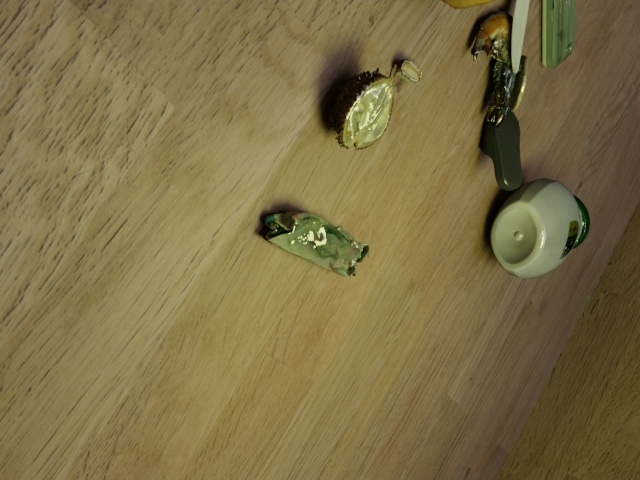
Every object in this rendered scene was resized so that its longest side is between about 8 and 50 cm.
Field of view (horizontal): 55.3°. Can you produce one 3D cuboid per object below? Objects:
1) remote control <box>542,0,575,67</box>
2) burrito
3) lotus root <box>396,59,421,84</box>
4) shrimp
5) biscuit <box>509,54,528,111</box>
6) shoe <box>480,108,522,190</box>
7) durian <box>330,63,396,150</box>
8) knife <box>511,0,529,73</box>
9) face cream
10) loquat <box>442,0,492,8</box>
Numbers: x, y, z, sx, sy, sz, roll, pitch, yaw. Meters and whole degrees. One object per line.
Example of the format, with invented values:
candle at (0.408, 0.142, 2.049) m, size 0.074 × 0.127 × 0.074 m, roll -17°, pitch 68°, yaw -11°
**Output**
remote control at (0.675, -0.658, 1.716) m, size 0.128 × 0.065 × 0.335 m, roll -41°, pitch 135°, yaw -25°
burrito at (-0.003, 0.002, 1.253) m, size 0.309 × 0.066 × 0.096 m, roll 24°, pitch 92°, yaw -49°
lotus root at (0.186, -0.365, 1.316) m, size 0.083 × 0.030 × 0.037 m, roll 13°, pitch 92°, yaw -53°
shrimp at (0.439, -0.431, 1.544) m, size 0.222 × 0.054 × 0.290 m, roll -9°, pitch 106°, yaw -49°
biscuit at (0.528, -0.422, 1.638) m, size 0.152 × 0.020 × 0.152 m, roll 7°, pitch 90°, yaw -87°
shoe at (0.485, -0.247, 1.678) m, size 0.108 × 0.093 × 0.241 m, roll 6°, pitch 74°, yaw -32°
durian at (0.082, -0.270, 1.189) m, size 0.188 × 0.091 × 0.148 m, roll -51°, pitch 146°, yaw 17°
knife at (0.514, -0.594, 1.534) m, size 0.081 × 0.043 × 0.336 m, roll 5°, pitch 94°, yaw -47°
face cream at (0.680, -0.038, 1.910) m, size 0.357 × 0.219 × 0.312 m, roll -14°, pitch 117°, yaw -49°
loquat at (0.301, -0.566, 1.209) m, size 0.208 × 0.208 × 0.208 m, roll -25°, pitch 126°, yaw -40°
